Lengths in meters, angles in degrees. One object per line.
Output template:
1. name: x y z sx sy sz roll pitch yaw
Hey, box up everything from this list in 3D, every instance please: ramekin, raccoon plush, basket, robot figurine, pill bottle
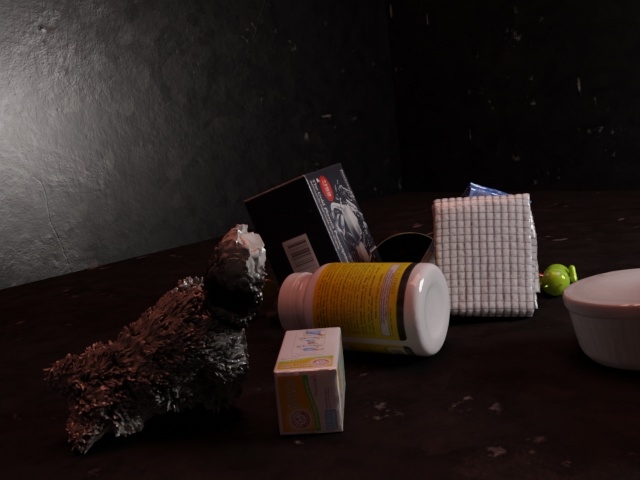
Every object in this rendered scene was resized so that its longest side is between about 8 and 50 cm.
1. ramekin: 0.589 0.140 1.268 0.272 0.127 0.273 -11 7 1
2. raccoon plush: -0.286 0.148 1.145 0.299 0.447 0.216 -13 43 -31
3. basket: 0.241 0.043 2.063 0.204 0.154 0.227 -10 6 1
4. robot figurine: 0.583 0.098 1.731 0.101 0.067 0.115 -13 7 26
5. pill bottle: 0.086 0.139 1.469 0.333 0.188 0.188 -1 11 30

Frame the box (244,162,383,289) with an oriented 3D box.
1. box: 0.000 0.000 1.792 0.178 0.343 0.312 -21 5 20

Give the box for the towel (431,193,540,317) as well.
1. towel: 0.380 0.040 1.631 0.234 0.284 0.121 -2 -9 5

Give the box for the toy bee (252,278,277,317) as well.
1. toy bee: -0.210 0.129 1.817 0.195 0.162 0.298 -7 9 -10

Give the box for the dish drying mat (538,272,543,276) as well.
1. dish drying mat: 0.565 0.100 1.912 0.083 0.008 0.032 -8 11 -16

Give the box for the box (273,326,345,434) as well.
1. box: -0.014 0.235 1.195 0.103 0.114 0.203 -4 10 4

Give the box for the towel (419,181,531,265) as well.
1. towel: 0.390 -0.004 1.785 0.209 0.285 0.034 13 30 -26

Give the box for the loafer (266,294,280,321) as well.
1. loafer: -0.105 0.168 1.820 0.061 0.062 0.170 -11 8 3
